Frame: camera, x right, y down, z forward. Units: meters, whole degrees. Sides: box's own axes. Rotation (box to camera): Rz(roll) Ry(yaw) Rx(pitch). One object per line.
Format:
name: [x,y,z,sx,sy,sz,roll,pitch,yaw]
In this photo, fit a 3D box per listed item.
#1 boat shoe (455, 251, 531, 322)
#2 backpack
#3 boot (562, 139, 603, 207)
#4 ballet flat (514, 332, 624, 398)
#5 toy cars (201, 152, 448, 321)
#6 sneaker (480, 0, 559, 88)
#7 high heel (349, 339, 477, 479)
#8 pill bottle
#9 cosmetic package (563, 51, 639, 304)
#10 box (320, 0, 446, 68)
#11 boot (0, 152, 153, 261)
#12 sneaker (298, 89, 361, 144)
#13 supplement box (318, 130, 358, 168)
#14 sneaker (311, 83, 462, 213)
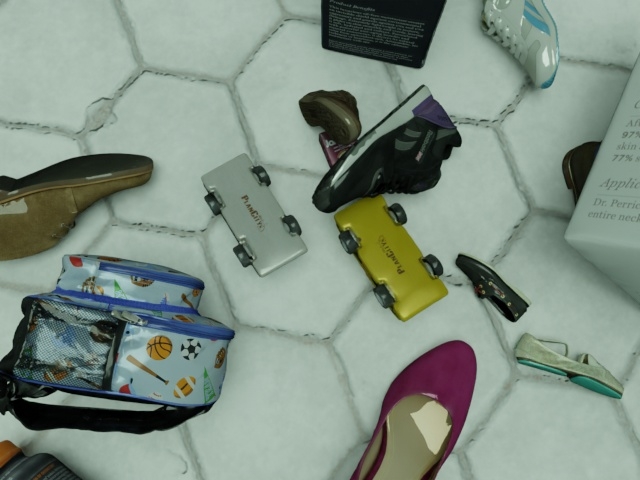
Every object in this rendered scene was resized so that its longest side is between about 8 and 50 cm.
boat shoe: [0.254,0.069,0.869,0.133,0.049,0.042,41,77,0]
backpack: [-0.248,0.132,0.773,0.263,0.276,0.213,20,85,-11]
boot: [0.433,-0.047,0.853,0.082,0.106,0.219,-21,83,-2]
ballet flat: [0.374,0.182,0.854,0.168,0.057,0.052,21,74,2]
toy cars: [0.000,0.000,0.863,0.394,0.087,0.176,17,71,6]
sneaker: [0.305,-0.337,0.906,0.092,0.087,0.228,-16,76,5]
high heel: [0.117,0.304,0.775,0.127,0.181,0.377,29,84,3]
pill bottle: [-0.374,0.385,0.793,0.246,0.130,0.130,38,85,4]
cosmetic package: [0.577,-0.087,0.689,0.327,0.329,0.393,30,83,-33]
box: [0.111,-0.453,0.809,0.183,0.294,0.296,12,83,1]
boot: [-0.396,-0.055,0.878,0.305,0.112,0.115,-16,114,-6]
sneaker: [0.027,-0.194,0.841,0.071,0.188,0.066,-29,121,-9]
supplement box: [0.037,-0.133,0.896,0.055,0.043,0.083,-22,83,-2]
sneaker: [0.112,-0.110,0.824,0.124,0.107,0.283,47,59,-1]
